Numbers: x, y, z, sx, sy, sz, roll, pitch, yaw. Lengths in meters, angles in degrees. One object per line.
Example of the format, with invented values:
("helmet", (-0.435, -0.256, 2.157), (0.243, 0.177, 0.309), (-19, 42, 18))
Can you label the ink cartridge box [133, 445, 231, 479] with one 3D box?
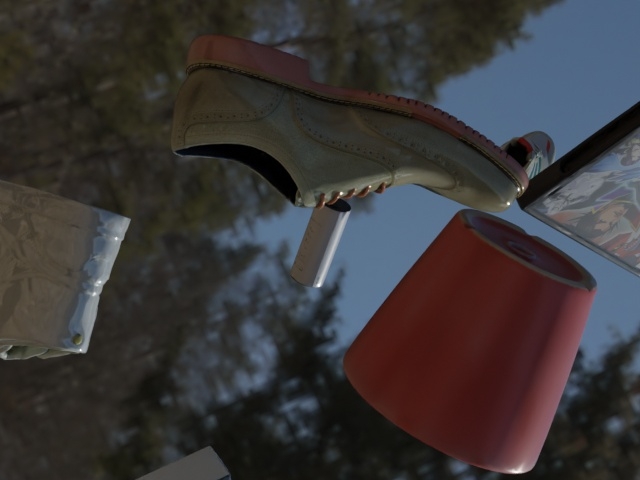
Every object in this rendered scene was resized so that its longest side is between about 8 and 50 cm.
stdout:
("ink cartridge box", (-0.251, 0.374, 1.959), (0.065, 0.332, 0.165), (49, -25, 46))

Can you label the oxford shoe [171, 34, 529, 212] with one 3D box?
("oxford shoe", (0.028, -0.087, 1.833), (0.140, 0.397, 0.146), (125, -18, -73))

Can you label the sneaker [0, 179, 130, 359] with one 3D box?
("sneaker", (-0.312, 0.028, 1.666), (0.292, 0.108, 0.169), (14, -91, 48))

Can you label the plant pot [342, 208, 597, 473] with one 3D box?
("plant pot", (0.198, 0.111, 2.087), (0.275, 0.275, 0.243), (43, -68, 47))

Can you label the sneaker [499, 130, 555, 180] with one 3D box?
("sneaker", (0.243, -0.097, 2.018), (0.057, 0.161, 0.075), (43, -43, 11))

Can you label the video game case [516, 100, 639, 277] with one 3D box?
("video game case", (0.397, -0.071, 1.960), (0.248, 0.275, 0.035), (-37, -128, 25))

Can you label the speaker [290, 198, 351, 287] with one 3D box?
("speaker", (0.000, 0.000, 2.555), (0.055, 0.055, 0.136), (45, -56, 44))
